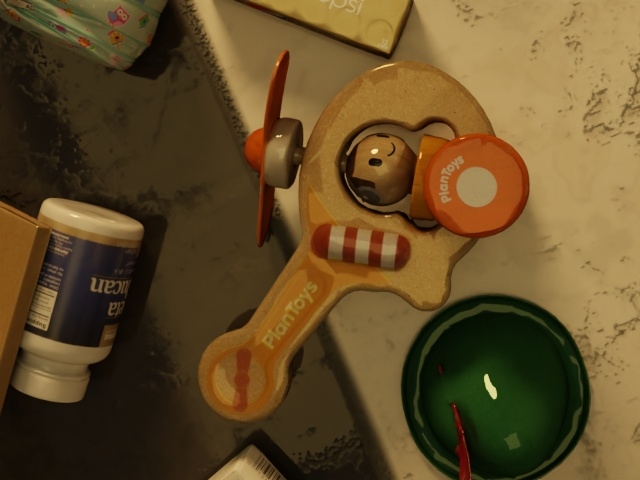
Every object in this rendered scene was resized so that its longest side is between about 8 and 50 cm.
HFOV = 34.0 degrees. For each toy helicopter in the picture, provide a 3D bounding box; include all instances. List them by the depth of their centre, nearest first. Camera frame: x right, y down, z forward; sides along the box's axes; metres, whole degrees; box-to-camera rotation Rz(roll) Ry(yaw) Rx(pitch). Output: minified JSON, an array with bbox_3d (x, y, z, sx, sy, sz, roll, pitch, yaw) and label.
[{"bbox_3d":[0.000,0.000,0.902,0.235,0.140,0.355,37,99,2],"label":"toy helicopter"}]

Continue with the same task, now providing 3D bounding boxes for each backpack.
[{"bbox_3d":[-0.222,-0.227,0.903,0.182,0.152,0.115,26,102,-11],"label":"backpack"}]

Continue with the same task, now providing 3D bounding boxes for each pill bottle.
[{"bbox_3d":[-0.224,0.054,0.941,0.094,0.094,0.169,17,96,3],"label":"pill bottle"}]

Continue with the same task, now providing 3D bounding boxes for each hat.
[{"bbox_3d":[0.157,0.160,0.876,0.173,0.183,0.209,-12,94,5],"label":"hat"}]

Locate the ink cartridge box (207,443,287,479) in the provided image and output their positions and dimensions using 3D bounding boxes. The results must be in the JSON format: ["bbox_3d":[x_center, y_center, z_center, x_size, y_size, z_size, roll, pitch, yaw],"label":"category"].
[{"bbox_3d":[-0.082,0.326,0.987,0.181,0.056,0.224,47,115,-1],"label":"ink cartridge box"}]

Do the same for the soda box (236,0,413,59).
[{"bbox_3d":[-0.011,-0.220,0.920,0.181,0.058,0.061,22,96,3],"label":"soda box"}]

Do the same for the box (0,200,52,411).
[{"bbox_3d":[-0.320,0.059,0.941,0.164,0.021,0.201,22,97,37],"label":"box"}]
